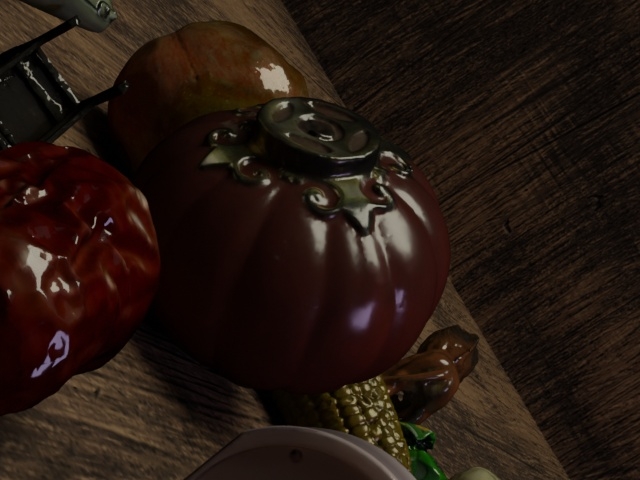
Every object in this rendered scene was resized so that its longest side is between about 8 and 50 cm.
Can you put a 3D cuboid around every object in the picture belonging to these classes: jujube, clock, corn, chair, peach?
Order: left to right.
[{"bbox_3d":[-0.256,-0.115,1.302,0.084,0.101,0.212,54,-28,-16],"label":"chair"},{"bbox_3d":[-0.184,0.024,0.941,0.155,0.155,0.230,55,11,-8],"label":"jujube"},{"bbox_3d":[-0.104,-0.108,1.614,0.235,0.214,0.214,63,10,1],"label":"peach"},{"bbox_3d":[-0.016,0.217,0.978,0.197,0.197,0.068,59,9,14],"label":"clock"},{"bbox_3d":[0.002,0.141,1.575,0.119,0.119,0.322,40,20,-59],"label":"corn"}]

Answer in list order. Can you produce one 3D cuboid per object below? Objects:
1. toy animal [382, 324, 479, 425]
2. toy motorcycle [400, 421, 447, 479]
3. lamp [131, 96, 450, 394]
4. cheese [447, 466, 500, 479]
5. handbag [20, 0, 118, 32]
[{"bbox_3d":[0.134,0.175,2.000,0.097,0.157,0.312,56,8,1],"label":"toy animal"},{"bbox_3d":[0.095,0.263,1.655,0.190,0.106,0.074,60,11,30],"label":"toy motorcycle"},{"bbox_3d":[-0.032,0.004,1.406,0.303,0.257,0.303,14,31,-8],"label":"lamp"},{"bbox_3d":[0.243,0.405,1.975,0.263,0.093,0.159,54,7,-7],"label":"cheese"},{"bbox_3d":[-0.298,-0.240,1.253,0.241,0.109,0.315,24,-9,23],"label":"handbag"}]
